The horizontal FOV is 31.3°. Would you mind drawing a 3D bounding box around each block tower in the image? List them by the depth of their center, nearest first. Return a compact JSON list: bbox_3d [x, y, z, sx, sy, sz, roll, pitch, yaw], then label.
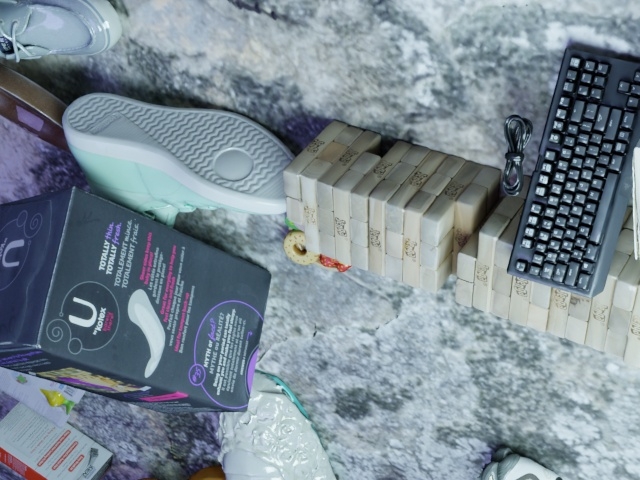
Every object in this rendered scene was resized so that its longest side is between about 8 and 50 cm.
[{"bbox_3d":[0.136,-0.005,0.988,0.335,0.097,0.091,21,137,24],"label":"block tower"}]

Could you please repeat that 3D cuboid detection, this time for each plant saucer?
[{"bbox_3d":[-0.312,-0.145,1.208,0.168,0.029,0.168,28,168,6],"label":"plant saucer"}]

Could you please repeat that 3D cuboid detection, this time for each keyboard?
[{"bbox_3d":[0.186,-0.055,0.878,0.108,0.023,0.180,18,100,24],"label":"keyboard"}]

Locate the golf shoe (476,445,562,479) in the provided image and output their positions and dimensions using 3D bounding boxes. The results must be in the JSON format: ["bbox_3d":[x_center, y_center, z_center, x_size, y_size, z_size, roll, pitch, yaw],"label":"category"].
[{"bbox_3d":[0.228,0.313,1.230,0.094,0.077,0.198,9,133,32],"label":"golf shoe"}]

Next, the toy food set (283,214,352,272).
[{"bbox_3d":[0.000,0.000,1.154,0.083,0.020,0.082,25,139,18],"label":"toy food set"}]

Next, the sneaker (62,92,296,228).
[{"bbox_3d":[-0.128,-0.057,1.154,0.256,0.094,0.151,18,147,17],"label":"sneaker"}]

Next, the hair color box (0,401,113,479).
[{"bbox_3d":[-0.409,0.321,1.725,0.167,0.093,0.053,31,141,11],"label":"hair color box"}]

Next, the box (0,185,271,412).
[{"bbox_3d":[-0.203,0.072,1.179,0.143,0.165,0.270,-8,155,42],"label":"box"}]

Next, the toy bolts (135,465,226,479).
[{"bbox_3d":[-0.166,0.417,1.635,0.218,0.158,0.228,-30,98,7],"label":"toy bolts"}]

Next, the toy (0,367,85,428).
[{"bbox_3d":[-0.442,0.164,1.632,0.237,0.056,0.137,36,137,-3],"label":"toy"}]

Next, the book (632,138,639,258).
[{"bbox_3d":[0.255,-0.064,0.793,0.035,0.144,0.096,9,132,32],"label":"book"}]

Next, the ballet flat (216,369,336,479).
[{"bbox_3d":[-0.042,0.348,1.433,0.147,0.147,0.409,4,128,36],"label":"ballet flat"}]

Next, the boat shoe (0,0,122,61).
[{"bbox_3d":[-0.299,-0.209,1.139,0.227,0.081,0.079,11,134,33],"label":"boat shoe"}]
